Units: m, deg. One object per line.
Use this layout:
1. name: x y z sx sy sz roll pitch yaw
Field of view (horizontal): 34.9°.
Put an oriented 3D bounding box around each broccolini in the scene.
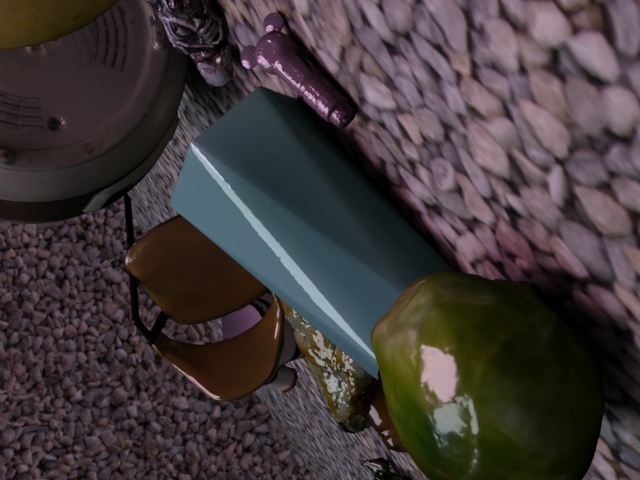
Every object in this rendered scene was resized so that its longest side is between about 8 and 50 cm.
1. broccolini: 0.158 0.423 1.546 0.123 0.062 0.271 50 168 -26

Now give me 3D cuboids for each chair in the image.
1. chair: -0.121 0.036 1.134 0.172 0.158 0.247 60 -168 -29

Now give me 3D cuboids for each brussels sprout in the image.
1. brussels sprout: 0.109 0.098 0.681 0.161 0.144 0.181 37 -167 -9

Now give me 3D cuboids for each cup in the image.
1. cup: 0.000 0.000 0.845 0.236 0.148 0.134 46 168 18

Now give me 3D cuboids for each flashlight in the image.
1. flashlight: -0.014 -0.129 0.799 0.110 0.052 0.031 45 -159 17

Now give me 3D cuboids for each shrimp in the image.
1. shrimp: -0.122 -0.208 0.936 0.065 0.056 0.165 65 -175 33

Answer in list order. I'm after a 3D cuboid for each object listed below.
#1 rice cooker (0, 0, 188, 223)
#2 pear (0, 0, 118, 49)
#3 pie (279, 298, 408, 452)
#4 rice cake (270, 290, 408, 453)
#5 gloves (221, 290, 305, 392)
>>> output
1. rice cooker: -0.313 -0.174 1.103 0.335 0.335 0.325 56 164 -5
2. pear: -0.276 -0.287 0.772 0.309 0.309 0.309 51 167 17
3. pie: 0.012 0.074 1.064 0.274 0.105 0.257 65 174 -32
4. rice cake: 0.033 0.145 1.278 0.298 0.050 0.106 46 164 37
5. gloves: -0.073 0.146 1.561 0.140 0.131 0.218 48 -164 20
